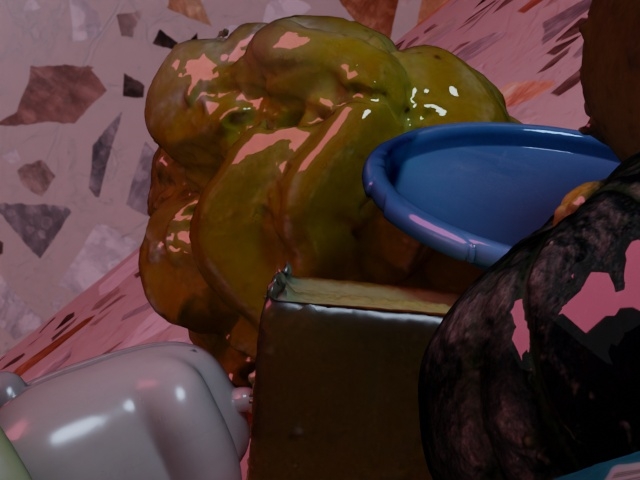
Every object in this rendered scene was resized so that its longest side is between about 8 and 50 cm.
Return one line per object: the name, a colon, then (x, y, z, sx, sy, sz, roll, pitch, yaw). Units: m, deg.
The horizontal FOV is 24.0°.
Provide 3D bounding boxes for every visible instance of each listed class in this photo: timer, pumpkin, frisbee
timer: (-0.181, 0.165, 0.942, 0.315, 0.291, 0.291, -24, 3, -31)
pumpkin: (0.141, 0.048, 0.572, 0.220, 0.162, 0.220, -33, -5, -3)
frisbee: (0.142, -0.012, 0.864, 0.242, 0.045, 0.242, 7, 21, -3)

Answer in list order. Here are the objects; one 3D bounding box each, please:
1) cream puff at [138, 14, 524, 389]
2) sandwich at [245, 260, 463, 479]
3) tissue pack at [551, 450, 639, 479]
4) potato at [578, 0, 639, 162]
cream puff: (-0.001, 0.000, 1.088, 0.324, 0.291, 0.257, -4, 61, 45)
sandwich: (0.080, 0.083, 0.771, 0.236, 0.128, 0.122, 6, 12, -4)
tissue pack: (0.033, 0.195, 0.388, 0.192, 0.134, 0.271, -29, 13, 39)
potato: (0.269, -0.121, 0.705, 0.269, 0.219, 0.359, -63, 22, -12)
